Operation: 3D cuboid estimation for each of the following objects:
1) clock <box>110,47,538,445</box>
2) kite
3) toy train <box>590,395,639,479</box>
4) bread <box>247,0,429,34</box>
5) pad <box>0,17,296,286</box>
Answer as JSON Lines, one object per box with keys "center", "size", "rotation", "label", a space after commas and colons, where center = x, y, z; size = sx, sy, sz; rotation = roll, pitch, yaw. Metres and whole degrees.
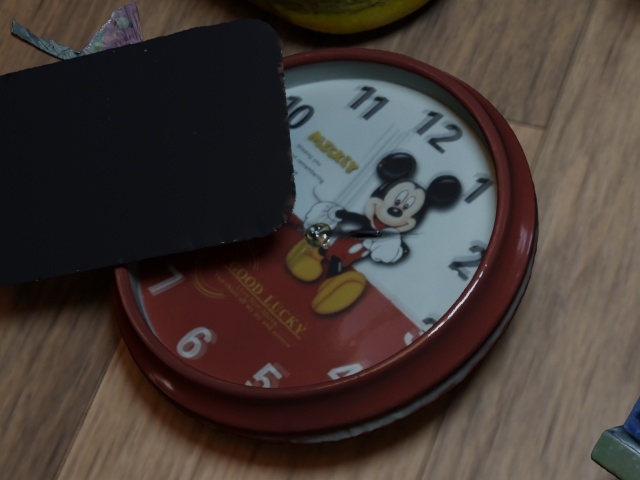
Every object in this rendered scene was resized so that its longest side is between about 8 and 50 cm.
{"center": [0.000, 0.000, 1.266], "size": [0.318, 0.080, 0.318], "rotation": [-9, 55, 14], "label": "clock"}
{"center": [-0.194, -0.146, 1.431], "size": [0.156, 0.011, 0.139], "rotation": [27, 66, 22], "label": "kite"}
{"center": [0.329, 0.128, 1.070], "size": [0.299, 0.131, 0.202], "rotation": [35, 110, 27], "label": "toy train"}
{"center": [0.004, -0.296, 1.396], "size": [0.270, 0.148, 0.270], "rotation": [-5, 64, 10], "label": "bread"}
{"center": [-0.141, -0.131, 1.318], "size": [0.250, 0.055, 0.323], "rotation": [-11, 55, 15], "label": "pad"}
